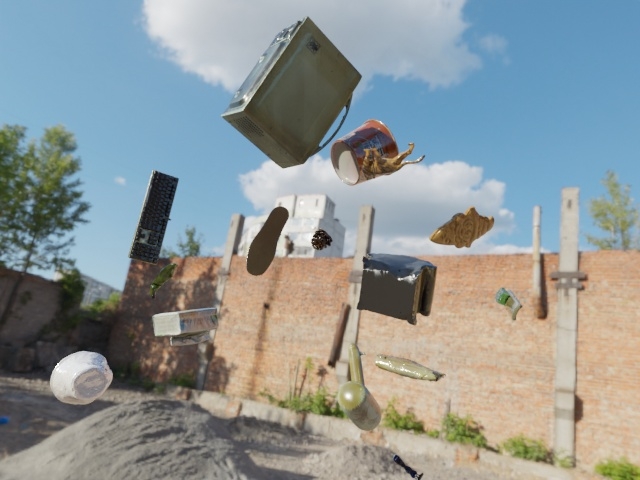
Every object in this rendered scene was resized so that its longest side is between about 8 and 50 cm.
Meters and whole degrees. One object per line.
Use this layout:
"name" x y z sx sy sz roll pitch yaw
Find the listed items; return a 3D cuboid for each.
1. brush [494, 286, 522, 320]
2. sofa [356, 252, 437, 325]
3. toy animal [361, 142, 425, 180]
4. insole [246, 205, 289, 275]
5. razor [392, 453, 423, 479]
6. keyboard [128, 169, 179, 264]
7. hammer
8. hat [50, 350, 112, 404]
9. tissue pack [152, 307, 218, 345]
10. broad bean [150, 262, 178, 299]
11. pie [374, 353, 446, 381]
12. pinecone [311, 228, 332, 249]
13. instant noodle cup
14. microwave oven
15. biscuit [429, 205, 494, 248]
"brush" 0.586 0.191 1.445 0.048 0.054 0.282 25 10 12
"sofa" 0.267 0.159 1.614 0.258 0.200 0.182 10 9 29
"toy animal" 0.228 -0.258 1.542 0.114 0.117 0.255 -21 18 -40
"insole" -0.214 -0.004 1.871 0.111 0.328 0.007 21 -24 3
"razor" 0.277 0.738 1.504 0.154 0.044 0.028 47 -22 -22
"keyboard" -0.552 -0.080 1.555 0.106 0.317 0.027 18 -18 -31
"hammer" 0.133 0.496 1.637 0.113 0.306 0.202 -17 -51 14
"hat" -0.816 0.488 1.607 0.203 0.203 0.126 20 -14 -36
"tissue pack" -0.567 0.371 1.968 0.159 0.145 0.229 -11 -9 29
"broad bean" -0.675 0.163 1.978 0.061 0.195 0.046 41 11 29
"pie" 0.354 0.512 1.842 0.282 0.069 0.128 7 -3 31
"pinecone" 0.000 0.000 1.672 0.077 0.077 0.083 -8 21 45
"instant noodle cup" 0.171 -0.354 1.913 0.192 0.251 0.250 -27 0 -25
"microwave oven" -0.099 -0.496 1.617 0.333 0.395 0.247 38 -12 -28
"biscuit" 0.511 -0.037 1.663 0.250 0.163 0.035 -16 26 -3
